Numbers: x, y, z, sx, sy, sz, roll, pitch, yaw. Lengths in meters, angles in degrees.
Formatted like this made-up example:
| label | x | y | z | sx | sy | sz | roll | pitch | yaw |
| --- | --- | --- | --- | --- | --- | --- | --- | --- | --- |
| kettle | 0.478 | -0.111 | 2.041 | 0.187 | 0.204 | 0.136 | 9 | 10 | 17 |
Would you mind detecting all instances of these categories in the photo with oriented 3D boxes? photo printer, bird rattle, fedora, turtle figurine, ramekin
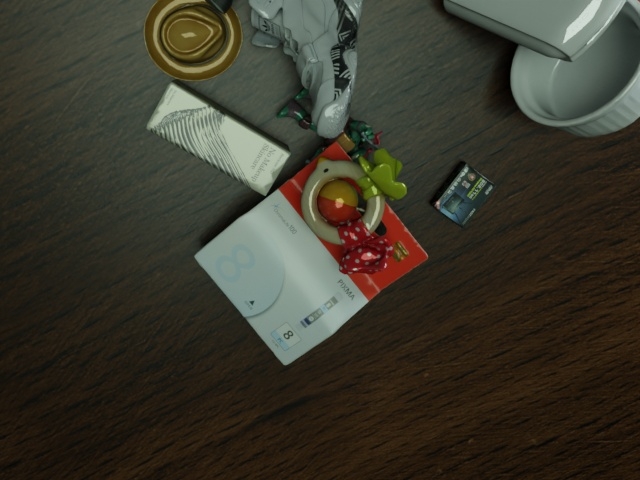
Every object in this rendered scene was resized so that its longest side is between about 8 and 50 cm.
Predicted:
| label | x | y | z | sx | sy | sz | roll | pitch | yaw |
| --- | --- | --- | --- | --- | --- | --- | --- | --- | --- |
| photo printer | 0.422 | -0.496 | 1.221 | 0.307 | 0.107 | 0.256 | 37 | 103 | 28 |
| bird rattle | 0.063 | -0.060 | 1.254 | 0.207 | 0.143 | 0.253 | 20 | 111 | 12 |
| fedora | -0.249 | -0.402 | 1.264 | 0.194 | 0.079 | 0.194 | -2 | 107 | -7 |
| turtle figurine | 0.029 | -0.212 | 1.337 | 0.234 | 0.118 | 0.175 | 43 | 122 | -10 |
| ramekin | 0.533 | -0.340 | 1.282 | 0.135 | 0.277 | 0.277 | 15 | 106 | -41 |

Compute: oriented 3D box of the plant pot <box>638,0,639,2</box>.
| label | x | y | z | sx | sy | sz | roll | pitch | yaw |
| --- | --- | --- | --- | --- | --- | --- | --- | --- | --- |
| plant pot | 0.647 | -0.542 | 1.286 | 0.191 | 0.191 | 0.174 | 28 | 110 | -14 |

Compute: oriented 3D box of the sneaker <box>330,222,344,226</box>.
| label | x | y | z | sx | sy | sz | roll | pitch | yaw |
| --- | --- | --- | --- | --- | --- | --- | --- | --- | --- |
| sneaker | 0.000 | 0.000 | 1.420 | 0.122 | 0.110 | 0.283 | 7 | 108 | 13 |

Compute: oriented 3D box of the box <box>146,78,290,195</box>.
| label | x | y | z | sx | sy | sz | roll | pitch | yaw |
| --- | --- | --- | --- | --- | --- | --- | --- | --- | --- |
| box | -0.204 | -0.209 | 1.319 | 0.275 | 0.094 | 0.113 | 28 | 101 | -14 |

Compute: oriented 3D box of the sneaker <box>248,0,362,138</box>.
| label | x | y | z | sx | sy | sz | roll | pitch | yaw |
| --- | --- | --- | --- | --- | --- | --- | --- | --- | --- |
| sneaker | -0.035 | -0.358 | 1.219 | 0.210 | 0.137 | 0.365 | 6 | 66 | 0 |

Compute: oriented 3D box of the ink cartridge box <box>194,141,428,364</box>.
| label | x | y | z | sx | sy | sz | roll | pitch | yaw |
| --- | --- | --- | --- | --- | --- | --- | --- | --- | --- |
| ink cartridge box | -0.024 | 0.036 | 1.331 | 0.385 | 0.091 | 0.308 | -37 | 93 | 24 |

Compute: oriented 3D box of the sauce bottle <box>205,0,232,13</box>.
| label | x | y | z | sx | sy | sz | roll | pitch | yaw |
| --- | --- | --- | --- | --- | --- | --- | --- | --- | --- |
| sauce bottle | -0.103 | -0.580 | 1.199 | 0.111 | 0.111 | 0.344 | 39 | 92 | -16 |

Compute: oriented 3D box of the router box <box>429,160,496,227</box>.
| label | x | y | z | sx | sy | sz | roll | pitch | yaw |
| --- | --- | --- | --- | --- | --- | --- | --- | --- | --- |
| router box | 0.318 | -0.102 | 1.448 | 0.092 | 0.038 | 0.122 | 33 | 100 | -16 |
